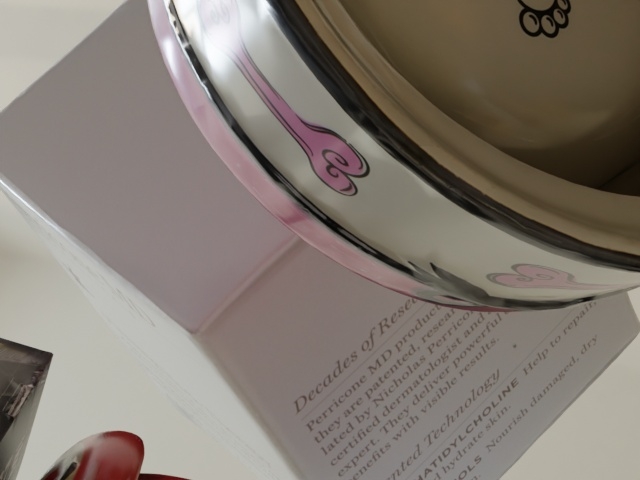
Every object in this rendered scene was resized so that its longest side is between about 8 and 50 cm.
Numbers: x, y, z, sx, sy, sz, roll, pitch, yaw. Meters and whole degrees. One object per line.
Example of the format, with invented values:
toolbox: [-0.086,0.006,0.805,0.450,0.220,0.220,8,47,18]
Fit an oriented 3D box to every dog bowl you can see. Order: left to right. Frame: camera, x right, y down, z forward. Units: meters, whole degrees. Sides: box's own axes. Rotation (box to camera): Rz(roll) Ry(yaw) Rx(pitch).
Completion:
dog bowl: [0.089,-0.143,0.921,0.150,0.408,0.408,-39,-155,50]

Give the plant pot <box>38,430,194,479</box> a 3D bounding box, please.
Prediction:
plant pot: [-0.094,0.210,0.910,0.191,0.174,0.191,-53,-169,15]

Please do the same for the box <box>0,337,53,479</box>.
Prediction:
box: [-0.342,0.068,0.800,0.318,0.395,0.097,-90,-162,-77]

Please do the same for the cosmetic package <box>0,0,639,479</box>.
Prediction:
cosmetic package: [0.000,0.000,1.415,0.327,0.394,0.329,-44,-132,-12]
